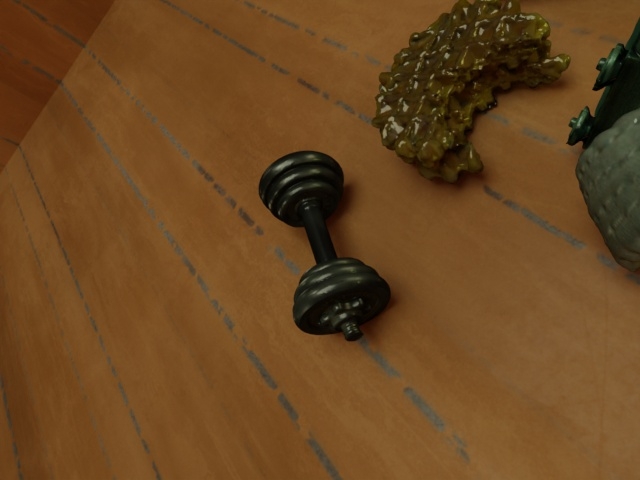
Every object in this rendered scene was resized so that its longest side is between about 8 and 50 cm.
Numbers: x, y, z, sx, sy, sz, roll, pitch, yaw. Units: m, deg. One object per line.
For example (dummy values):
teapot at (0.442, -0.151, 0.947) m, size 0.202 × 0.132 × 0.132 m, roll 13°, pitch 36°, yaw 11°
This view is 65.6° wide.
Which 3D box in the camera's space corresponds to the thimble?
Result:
thimble at (0.444, -0.070, 0.591) m, size 0.250 × 0.205 × 0.172 m, roll 123°, pitch 139°, yaw -59°

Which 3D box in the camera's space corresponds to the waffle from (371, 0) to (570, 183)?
waffle at (0.243, -0.268, 0.885) m, size 0.324 × 0.151 × 0.261 m, roll -49°, pitch 45°, yaw 5°

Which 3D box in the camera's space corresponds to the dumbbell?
dumbbell at (0.000, 0.000, 0.931) m, size 0.179 × 0.179 × 0.406 m, roll -34°, pitch 54°, yaw 21°

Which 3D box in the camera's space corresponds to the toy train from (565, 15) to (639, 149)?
toy train at (0.425, -0.215, 0.674) m, size 0.101 × 0.248 × 0.159 m, roll 29°, pitch 77°, yaw 21°
